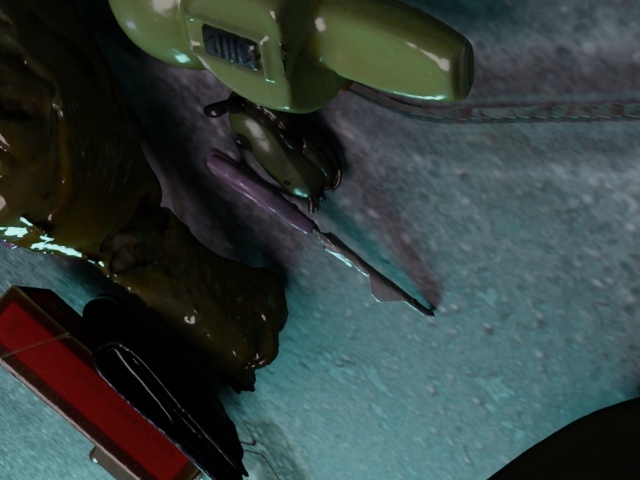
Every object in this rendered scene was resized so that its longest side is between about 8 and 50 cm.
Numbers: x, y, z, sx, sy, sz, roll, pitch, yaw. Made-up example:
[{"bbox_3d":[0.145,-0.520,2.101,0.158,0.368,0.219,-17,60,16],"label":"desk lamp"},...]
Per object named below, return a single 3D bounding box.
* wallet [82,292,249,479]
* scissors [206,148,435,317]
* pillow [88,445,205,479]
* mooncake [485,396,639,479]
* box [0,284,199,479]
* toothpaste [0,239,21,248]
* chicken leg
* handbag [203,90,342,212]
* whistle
[{"bbox_3d":[-0.135,0.125,1.220,0.172,0.045,0.318,45,176,-9],"label":"wallet"},{"bbox_3d":[0.000,-0.001,1.061,0.212,0.021,0.110,38,-178,-10],"label":"scissors"},{"bbox_3d":[-0.179,0.228,1.507,0.126,0.043,0.232,38,147,4],"label":"pillow"},{"bbox_3d":[0.191,0.254,0.894,0.187,0.351,0.351,50,146,-9],"label":"mooncake"},{"bbox_3d":[-0.205,0.142,1.331,0.240,0.074,0.153,40,-178,4],"label":"box"},{"bbox_3d":[-0.214,-0.014,1.175,0.045,0.170,0.028,26,109,28],"label":"toothpaste"},{"bbox_3d":[-0.166,-0.034,1.092,0.153,0.201,0.429,-18,125,44],"label":"chicken leg"},{"bbox_3d":[-0.026,-0.070,1.009,0.111,0.047,0.072,47,159,-21],"label":"handbag"},{"bbox_3d":[-0.030,-0.147,0.873,0.288,0.106,0.131,22,139,29],"label":"whistle"}]
